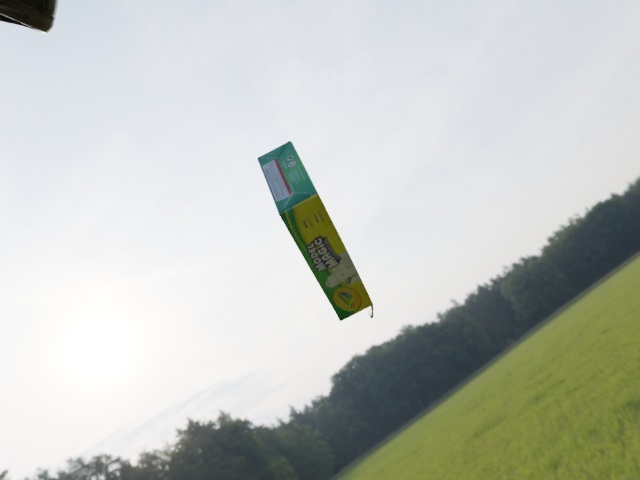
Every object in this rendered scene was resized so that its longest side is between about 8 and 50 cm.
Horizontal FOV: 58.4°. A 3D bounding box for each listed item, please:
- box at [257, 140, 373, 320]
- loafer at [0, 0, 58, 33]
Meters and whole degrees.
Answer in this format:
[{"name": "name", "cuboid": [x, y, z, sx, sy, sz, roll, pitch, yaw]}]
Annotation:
[{"name": "box", "cuboid": [0.000, 0.000, 0.571, 0.043, 0.105, 0.179, -28, -50, 3]}, {"name": "loafer", "cuboid": [-0.366, -0.216, 0.444, 0.303, 0.109, 0.095, -6, -68, -23]}]
